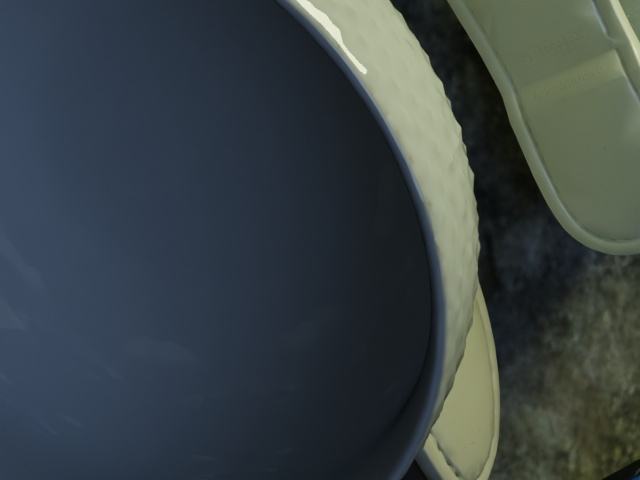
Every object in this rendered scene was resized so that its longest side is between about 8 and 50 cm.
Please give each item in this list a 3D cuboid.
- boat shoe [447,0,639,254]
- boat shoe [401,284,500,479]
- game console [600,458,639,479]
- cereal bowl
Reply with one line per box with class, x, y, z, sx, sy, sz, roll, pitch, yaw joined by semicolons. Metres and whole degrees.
boat shoe;0.130;-0.152;0.955;0.099;0.116;0.319;-43;115;-60
boat shoe;0.000;0.000;0.914;0.324;0.096;0.116;64;34;-25
game console;0.303;0.172;1.129;0.250;0.173;0.293;-32;116;19
cereal bowl;-0.085;-0.022;0.784;0.141;0.339;0.339;-53;127;-54
